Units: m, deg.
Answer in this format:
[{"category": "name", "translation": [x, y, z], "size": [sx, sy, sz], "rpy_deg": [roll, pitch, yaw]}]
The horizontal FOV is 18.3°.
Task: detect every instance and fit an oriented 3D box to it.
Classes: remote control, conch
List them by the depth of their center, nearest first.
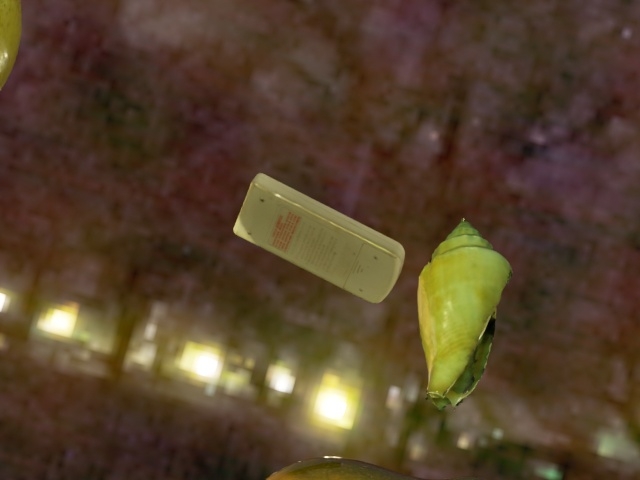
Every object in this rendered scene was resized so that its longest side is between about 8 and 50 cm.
[{"category": "conch", "translation": [0.122, 0.061, 1.708], "size": [0.079, 0.201, 0.095], "rpy_deg": [-1, -29, 25]}, {"category": "remote control", "translation": [0.000, 0.000, 2.191], "size": [0.190, 0.029, 0.087], "rpy_deg": [27, -48, 5]}]

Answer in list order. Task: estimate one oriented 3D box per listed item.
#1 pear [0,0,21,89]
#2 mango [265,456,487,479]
[{"category": "pear", "translation": [-0.381, -0.173, 1.557], "size": [0.294, 0.294, 0.294], "rpy_deg": [16, -4, 1]}, {"category": "mango", "translation": [0.056, 0.298, 2.036], "size": [0.289, 0.146, 0.129], "rpy_deg": [10, -46, -20]}]
